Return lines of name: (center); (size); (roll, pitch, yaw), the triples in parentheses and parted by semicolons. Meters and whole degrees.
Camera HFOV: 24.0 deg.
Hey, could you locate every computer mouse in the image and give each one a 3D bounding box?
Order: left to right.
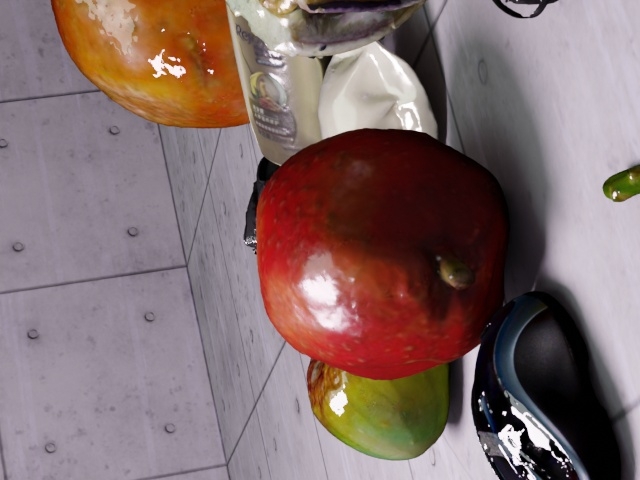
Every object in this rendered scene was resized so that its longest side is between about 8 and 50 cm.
computer mouse: (0.196, 0.157, 1.392); (0.137, 0.096, 0.233); (100, 158, -52)

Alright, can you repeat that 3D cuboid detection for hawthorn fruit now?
hawthorn fruit: (-0.138, -0.315, 1.964); (0.403, 0.403, 0.403); (172, 90, -76)
hawthorn fruit: (0.069, 0.013, 1.505); (0.307, 0.265, 0.265); (-162, 64, -73)

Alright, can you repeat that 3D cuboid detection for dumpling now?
dumpling: (0.072, -0.134, 1.718); (0.166, 0.126, 0.216); (28, 113, 48)

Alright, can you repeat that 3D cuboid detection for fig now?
fig: (0.075, 0.165, 1.764); (0.191, 0.181, 0.181); (60, 169, -10)

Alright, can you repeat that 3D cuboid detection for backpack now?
backpack: (-0.043, -0.059, 2.073); (0.165, 0.106, 0.120); (-81, 7, -59)

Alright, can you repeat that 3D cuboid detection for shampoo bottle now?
shampoo bottle: (-0.046, -0.243, 1.751); (0.084, 0.125, 0.350); (-53, -33, -38)

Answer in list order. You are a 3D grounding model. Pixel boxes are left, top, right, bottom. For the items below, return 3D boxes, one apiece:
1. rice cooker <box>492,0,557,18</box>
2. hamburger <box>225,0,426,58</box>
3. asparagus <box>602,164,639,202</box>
rice cooker: (0.156, -0.286, 1.246); (0.142, 0.118, 0.203); (-129, 37, -65)
hamburger: (0.027, -0.346, 1.403); (0.195, 0.277, 0.318); (144, 109, -71)
asparagus: (0.254, -0.048, 1.193); (0.108, 0.021, 0.025); (151, 106, -75)
